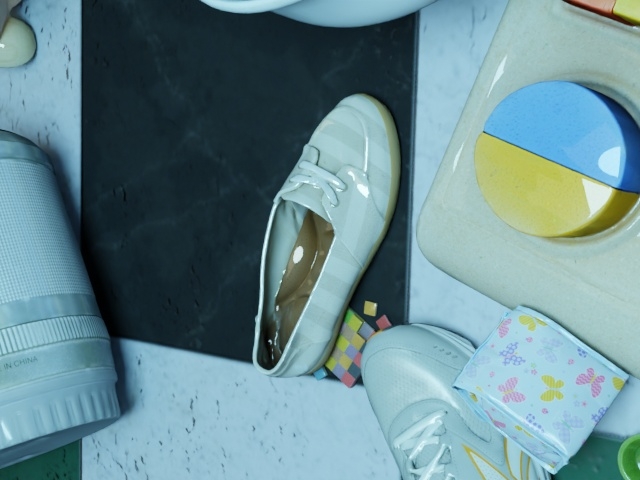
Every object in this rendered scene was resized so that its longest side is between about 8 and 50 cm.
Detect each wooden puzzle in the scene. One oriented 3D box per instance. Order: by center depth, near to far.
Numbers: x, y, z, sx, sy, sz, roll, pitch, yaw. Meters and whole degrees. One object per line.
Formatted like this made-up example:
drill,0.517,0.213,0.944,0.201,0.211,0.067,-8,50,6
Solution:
wooden puzzle,0.225,-0.073,0.535,0.322,0.080,0.347,30,111,31
wooden puzzle,0.018,0.076,0.744,0.049,0.006,0.083,42,116,26

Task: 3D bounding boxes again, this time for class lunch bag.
lunch bag,0.133,0.089,0.611,0.083,0.053,0.071,36,71,12

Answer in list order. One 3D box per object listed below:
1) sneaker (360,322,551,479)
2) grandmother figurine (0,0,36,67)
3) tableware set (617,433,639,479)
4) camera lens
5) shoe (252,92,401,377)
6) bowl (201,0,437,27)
sneaker,0.095,0.168,0.625,0.099,0.121,0.262,-43,69,30
grandmother figurine,-0.296,-0.287,0.785,0.208,0.104,0.342,53,159,12
tableware set,0.223,0.196,0.594,0.104,0.024,0.154,4,96,36
camera lens,-0.308,0.055,0.848,0.219,0.219,0.274,-28,77,34
shoe,0.000,0.000,0.714,0.077,0.058,0.219,22,101,31
bowl,0.052,-0.243,0.588,0.298,0.134,0.297,-22,57,39
